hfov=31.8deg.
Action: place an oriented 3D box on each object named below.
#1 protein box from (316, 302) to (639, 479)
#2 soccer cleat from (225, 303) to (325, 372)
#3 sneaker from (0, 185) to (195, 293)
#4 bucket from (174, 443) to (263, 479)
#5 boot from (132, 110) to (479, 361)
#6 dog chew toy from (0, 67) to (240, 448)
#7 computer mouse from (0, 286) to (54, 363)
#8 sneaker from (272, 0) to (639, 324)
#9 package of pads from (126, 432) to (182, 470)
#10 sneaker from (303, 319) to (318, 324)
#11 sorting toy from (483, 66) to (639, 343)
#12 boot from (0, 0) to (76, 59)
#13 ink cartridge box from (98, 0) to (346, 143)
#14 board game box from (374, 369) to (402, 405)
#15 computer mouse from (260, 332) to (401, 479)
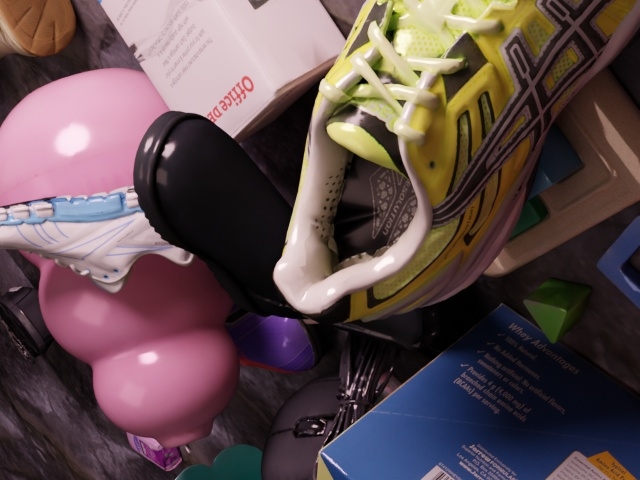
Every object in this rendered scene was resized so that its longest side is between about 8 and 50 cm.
[{"bbox_3d":[0.134,0.190,0.800,0.200,0.201,0.136,36,142,29],"label":"protein box"},{"bbox_3d":[-0.124,0.092,1.129,0.318,0.116,0.108,11,126,49],"label":"soccer cleat"},{"bbox_3d":[-0.187,0.004,0.875,0.071,0.191,0.083,-90,-7,-81],"label":"sneaker"},{"bbox_3d":[-0.043,0.365,1.136,0.281,0.281,0.183,33,144,32],"label":"bucket"},{"bbox_3d":[0.000,0.000,0.836,0.207,0.094,0.246,11,152,29],"label":"boot"},{"bbox_3d":[-0.167,0.021,1.000,0.206,0.206,0.332,-26,80,57],"label":"dog chew toy"},{"bbox_3d":[-0.431,0.079,1.576,0.184,0.060,0.262,53,159,-3],"label":"computer mouse"},{"bbox_3d":[0.082,-0.104,0.610,0.145,0.147,0.384,29,122,22],"label":"sneaker"},{"bbox_3d":[-0.223,0.267,1.489,0.083,0.032,0.050,22,137,41],"label":"package of pads"},{"bbox_3d":[-0.024,0.038,1.014,0.134,0.051,0.070,13,123,42],"label":"sneaker"},{"bbox_3d":[0.110,-0.073,0.748,0.347,0.047,0.196,55,147,3],"label":"sorting toy"},{"bbox_3d":[-0.362,-0.299,1.128,0.203,0.095,0.262,3,124,53],"label":"boot"},{"bbox_3d":[-0.089,-0.185,0.875,0.203,0.086,0.148,56,148,-1],"label":"ink cartridge box"},{"bbox_3d":[0.074,0.176,1.034,0.090,0.020,0.090,46,146,16],"label":"board game box"},{"bbox_3d":[-0.005,0.171,1.009,0.072,0.188,0.272,18,153,-5],"label":"computer mouse"}]
